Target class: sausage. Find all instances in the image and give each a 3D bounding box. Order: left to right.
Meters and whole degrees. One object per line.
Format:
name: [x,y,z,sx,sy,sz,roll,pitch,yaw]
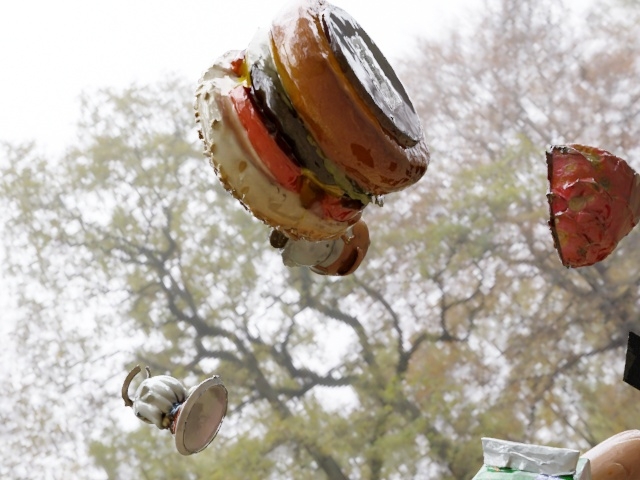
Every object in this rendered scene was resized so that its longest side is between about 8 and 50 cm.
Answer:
sausage: [0.575,0.509,2.116,0.304,0.121,0.121,-32,-31,-3]

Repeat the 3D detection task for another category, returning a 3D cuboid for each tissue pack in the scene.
tissue pack: [0.418,0.475,1.998,0.148,0.209,0.156,-34,-62,-56]

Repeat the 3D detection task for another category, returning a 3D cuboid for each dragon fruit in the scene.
dragon fruit: [0.479,-0.060,1.761,0.189,0.163,0.262,-27,-49,12]

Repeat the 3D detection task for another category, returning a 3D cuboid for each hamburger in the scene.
hamburger: [-0.014,-0.167,1.445,0.250,0.330,0.330,-31,-27,20]

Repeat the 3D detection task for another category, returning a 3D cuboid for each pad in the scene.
pad: [0.610,0.243,1.826,0.004,0.127,0.190,-45,-33,-20]

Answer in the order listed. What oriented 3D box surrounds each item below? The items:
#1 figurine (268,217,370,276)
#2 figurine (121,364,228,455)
figurine: [-0.004,-0.005,1.902,0.271,0.143,0.143,18,-60,-40]
figurine: [-0.239,0.250,1.580,0.132,0.153,0.132,-43,-36,-44]
